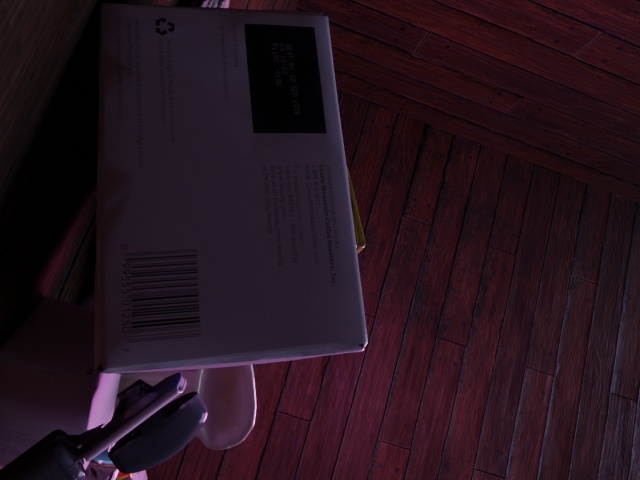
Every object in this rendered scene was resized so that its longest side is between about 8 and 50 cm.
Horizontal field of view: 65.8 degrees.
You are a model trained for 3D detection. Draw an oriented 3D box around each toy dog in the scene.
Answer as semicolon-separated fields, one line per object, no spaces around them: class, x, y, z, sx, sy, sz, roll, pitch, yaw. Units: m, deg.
toy dog;-0.253;0.108;0.863;0.408;0.285;0.394;-148;-121;-82

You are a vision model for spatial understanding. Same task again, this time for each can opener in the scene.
can opener;-0.236;0.230;0.462;0.284;0.095;0.076;-36;-168;-25

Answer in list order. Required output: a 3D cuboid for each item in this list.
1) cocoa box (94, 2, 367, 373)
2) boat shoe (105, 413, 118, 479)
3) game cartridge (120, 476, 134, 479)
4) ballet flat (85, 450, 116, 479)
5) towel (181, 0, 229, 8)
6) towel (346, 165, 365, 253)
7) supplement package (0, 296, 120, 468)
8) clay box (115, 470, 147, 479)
cocoa box;-0.104;-0.038;0.549;0.228;0.232;0.346;131;-46;-71
boat shoe;-0.447;0.393;0.983;0.099;0.116;0.319;48;57;-46
game cartridge;-0.457;0.588;0.923;0.196;0.060;0.294;-20;138;-53
ballet flat;-0.405;0.366;0.785;0.280;0.095;0.096;100;15;-61
towel;-0.205;-0.270;0.830;0.324;0.056;0.312;119;-12;-61
towel;0.000;0.000;0.645;0.237;0.021;0.102;129;-49;-65
supplement package;-0.299;0.175;0.573;0.105;0.105;0.179;-84;-166;-60
clay box;-0.455;0.464;1.128;0.127;0.053;0.221;145;-70;-79
